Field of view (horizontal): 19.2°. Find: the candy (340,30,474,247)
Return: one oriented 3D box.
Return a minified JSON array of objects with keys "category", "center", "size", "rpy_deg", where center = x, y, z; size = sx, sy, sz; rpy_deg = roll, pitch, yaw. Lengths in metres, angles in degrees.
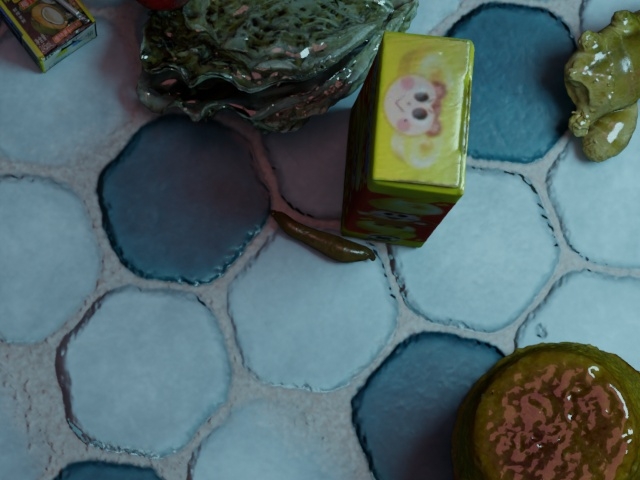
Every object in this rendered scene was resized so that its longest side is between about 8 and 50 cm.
[{"category":"candy","center":[0.078,-0.088,1.760],"size":[0.088,0.276,0.146],"rpy_deg":[7,81,-4]}]

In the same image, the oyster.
[{"category":"oyster","center":[-0.044,-0.187,1.864],"size":[0.267,0.112,0.198],"rpy_deg":[6,58,5]}]

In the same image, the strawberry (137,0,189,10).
[{"category":"strawberry","center":[-0.157,-0.337,1.822],"size":[0.205,0.205,0.244],"rpy_deg":[-3,68,-5]}]

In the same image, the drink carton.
[{"category":"drink carton","center":[-0.298,-0.255,1.873],"size":[0.071,0.056,0.166],"rpy_deg":[-37,84,-13]}]

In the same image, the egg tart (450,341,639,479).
[{"category":"egg tart","center":[0.221,0.193,1.774],"size":[0.215,0.171,0.215],"rpy_deg":[-2,79,11]}]

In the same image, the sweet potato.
[{"category":"sweet potato","center":[0.000,0.000,1.866],"size":[0.115,0.026,0.026],"rpy_deg":[23,79,1]}]

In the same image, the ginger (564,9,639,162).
[{"category":"ginger","center":[0.307,-0.184,1.893],"size":[0.115,0.081,0.205],"rpy_deg":[39,79,-9]}]
